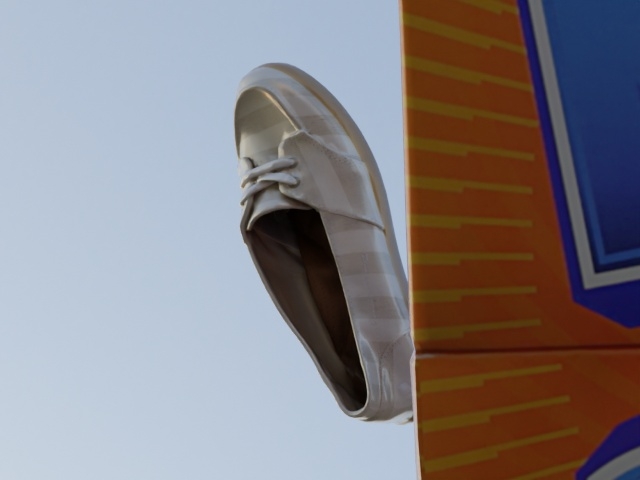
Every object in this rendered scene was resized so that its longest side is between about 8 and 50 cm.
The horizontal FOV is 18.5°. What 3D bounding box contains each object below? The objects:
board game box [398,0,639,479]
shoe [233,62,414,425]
[{"bbox_3d":[0.253,0.015,0.600,0.356,0.356,0.356,-3,-89,23],"label":"board game box"},{"bbox_3d":[0.000,0.000,1.079,0.058,0.219,0.076,-9,-20,-48],"label":"shoe"}]
